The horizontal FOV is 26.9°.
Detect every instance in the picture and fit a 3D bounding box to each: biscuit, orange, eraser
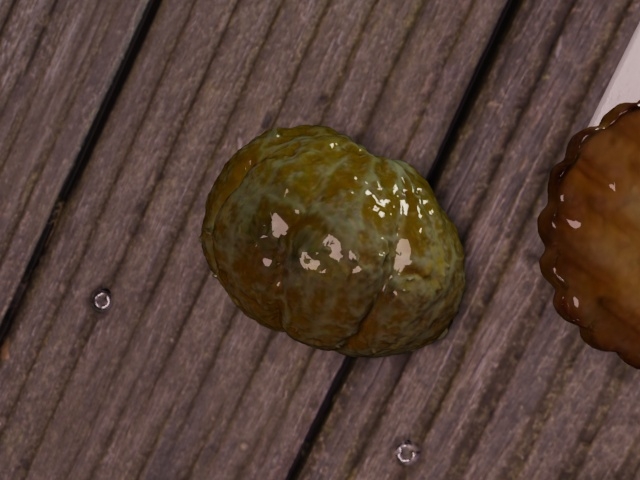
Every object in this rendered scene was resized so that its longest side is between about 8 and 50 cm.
[{"bbox_3d":[0.401,-0.015,1.562,0.325,0.107,0.326,-2,101,-9],"label":"biscuit"},{"bbox_3d":[0.000,0.000,1.706,0.368,0.210,0.271,26,97,22],"label":"orange"},{"bbox_3d":[0.391,-0.168,1.641,0.078,0.076,0.298,27,96,20],"label":"eraser"}]
